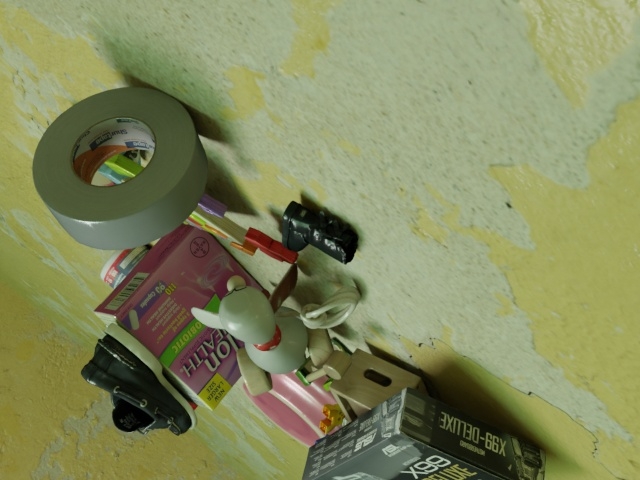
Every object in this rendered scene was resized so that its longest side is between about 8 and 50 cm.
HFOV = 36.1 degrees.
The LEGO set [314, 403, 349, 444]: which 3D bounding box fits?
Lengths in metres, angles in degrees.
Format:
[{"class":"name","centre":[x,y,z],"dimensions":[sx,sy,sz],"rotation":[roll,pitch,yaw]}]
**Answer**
[{"class":"LEGO set","centre":[0.051,0.354,1.807],"dimensions":[0.087,0.093,0.227],"rotation":[40,132,38]}]

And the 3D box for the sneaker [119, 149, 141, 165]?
[{"class":"sneaker","centre":[-0.351,-0.147,1.567],"dimensions":[0.162,0.063,0.073],"rotation":[32,161,20]}]

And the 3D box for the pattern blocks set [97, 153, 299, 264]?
[{"class":"pattern blocks set","centre":[-0.197,-0.046,1.447],"dimensions":[0.285,0.026,0.325],"rotation":[33,170,-27]}]

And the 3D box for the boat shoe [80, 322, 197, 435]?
[{"class":"boat shoe","centre":[-0.305,0.265,1.642],"dimensions":[0.127,0.113,0.340],"rotation":[31,158,22]}]

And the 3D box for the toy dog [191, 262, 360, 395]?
[{"class":"toy dog","centre":[-0.082,0.111,1.501],"dimensions":[0.334,0.220,0.161],"rotation":[106,144,-60]}]

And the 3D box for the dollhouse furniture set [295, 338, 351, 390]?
[{"class":"dollhouse furniture set","centre":[0.021,0.208,1.703],"dimensions":[0.076,0.058,0.151],"rotation":[49,140,-3]}]

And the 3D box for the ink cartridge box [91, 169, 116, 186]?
[{"class":"ink cartridge box","centre":[-0.419,-0.071,1.797],"dimensions":[0.143,0.090,0.092],"rotation":[46,159,-19]}]

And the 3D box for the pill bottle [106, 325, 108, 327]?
[{"class":"pill bottle","centre":[-0.294,0.115,1.783],"dimensions":[0.108,0.193,0.108],"rotation":[16,119,32]}]

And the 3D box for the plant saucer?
[{"class":"plant saucer","centre":[-0.050,0.323,1.976],"dimensions":[0.332,0.084,0.332],"rotation":[34,159,15]}]

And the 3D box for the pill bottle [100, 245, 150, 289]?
[{"class":"pill bottle","centre":[-0.338,0.088,1.957],"dimensions":[0.180,0.108,0.108],"rotation":[38,159,4]}]

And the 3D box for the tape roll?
[{"class":"tape roll","centre":[-0.261,-0.097,1.291],"dimensions":[0.219,0.219,0.072],"rotation":[29,157,26]}]

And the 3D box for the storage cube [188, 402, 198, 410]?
[{"class":"storage cube","centre":[-0.335,0.249,2.172],"dimensions":[0.193,0.184,0.215],"rotation":[51,157,-24]}]

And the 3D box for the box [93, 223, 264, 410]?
[{"class":"box","centre":[-0.218,0.127,1.677],"dimensions":[0.243,0.213,0.117],"rotation":[49,158,-21]}]

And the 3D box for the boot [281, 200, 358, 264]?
[{"class":"boot","centre":[0.000,0.000,1.293],"dimensions":[0.099,0.045,0.121],"rotation":[29,159,13]}]

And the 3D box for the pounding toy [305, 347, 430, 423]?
[{"class":"pounding toy","centre":[0.071,0.218,1.532],"dimensions":[0.181,0.094,0.206],"rotation":[22,153,35]}]

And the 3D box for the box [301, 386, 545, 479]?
[{"class":"box","centre":[0.146,0.344,1.471],"dimensions":[0.242,0.076,0.307],"rotation":[27,143,-16]}]
